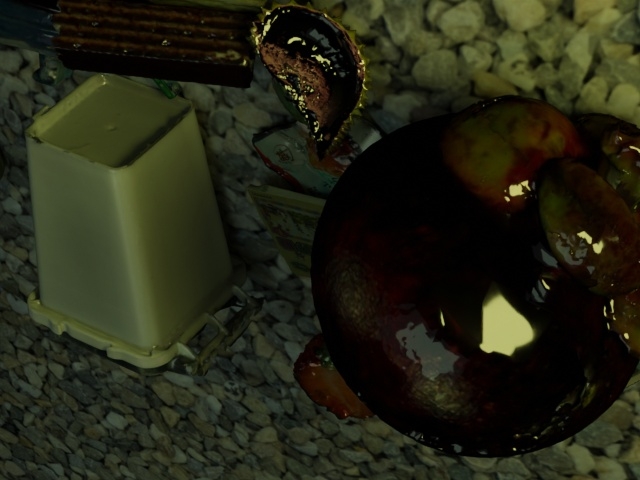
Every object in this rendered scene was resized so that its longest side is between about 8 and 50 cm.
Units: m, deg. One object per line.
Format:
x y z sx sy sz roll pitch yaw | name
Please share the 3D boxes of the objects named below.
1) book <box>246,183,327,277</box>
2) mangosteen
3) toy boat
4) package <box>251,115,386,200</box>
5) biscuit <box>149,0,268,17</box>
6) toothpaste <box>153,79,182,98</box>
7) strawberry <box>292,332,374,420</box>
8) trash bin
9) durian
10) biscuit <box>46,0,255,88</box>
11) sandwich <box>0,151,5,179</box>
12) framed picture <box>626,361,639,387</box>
0.000 0.000 2.112 0.168 0.013 0.192 14 149 33 | book
0.205 0.035 1.678 0.421 0.381 0.381 -23 121 12 | mangosteen
-0.322 -0.261 2.016 0.309 0.129 0.142 17 128 20 | toy boat
0.015 -0.095 1.980 0.166 0.040 0.232 48 148 -15 | package
-0.157 -0.299 1.778 0.187 0.036 0.273 6 171 34 | biscuit
-0.215 -0.223 2.061 0.017 0.020 0.083 -14 121 49 | toothpaste
0.037 0.185 2.261 0.140 0.085 0.192 -22 137 38 | strawberry
-0.250 -0.020 2.165 0.296 0.256 0.368 22 136 27 | trash bin
-0.003 -0.203 1.834 0.187 0.119 0.108 57 -177 -7 | durian
-0.200 -0.235 1.870 0.252 0.070 0.106 6 171 2 | biscuit
-0.536 -0.157 2.409 0.113 0.079 0.163 34 146 3 | sandwich
0.351 0.086 1.891 0.189 0.023 0.260 43 148 -2 | framed picture
